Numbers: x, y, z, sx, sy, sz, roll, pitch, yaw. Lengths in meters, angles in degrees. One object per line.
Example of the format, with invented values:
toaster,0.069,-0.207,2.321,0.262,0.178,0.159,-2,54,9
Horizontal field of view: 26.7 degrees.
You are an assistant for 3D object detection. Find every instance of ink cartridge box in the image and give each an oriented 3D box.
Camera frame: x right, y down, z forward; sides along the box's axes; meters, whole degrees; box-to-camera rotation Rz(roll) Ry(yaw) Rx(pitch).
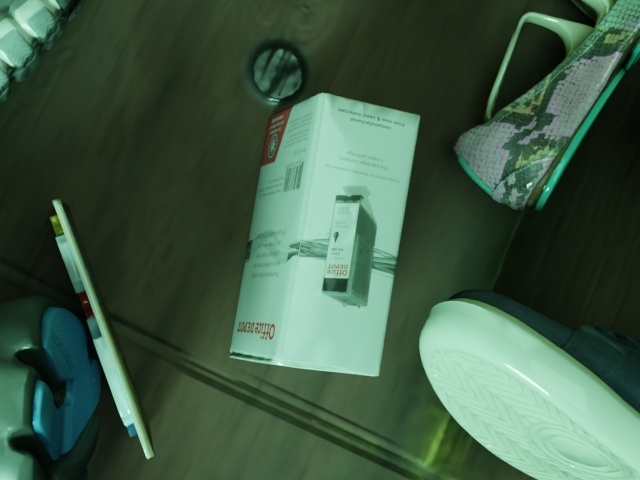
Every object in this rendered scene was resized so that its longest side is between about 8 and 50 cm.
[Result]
ink cartridge box,0.000,0.000,0.701,0.056,0.099,0.135,11,85,-17

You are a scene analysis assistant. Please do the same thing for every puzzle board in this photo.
puzzle board,-0.110,0.042,0.666,0.011,0.096,0.128,-21,93,-8

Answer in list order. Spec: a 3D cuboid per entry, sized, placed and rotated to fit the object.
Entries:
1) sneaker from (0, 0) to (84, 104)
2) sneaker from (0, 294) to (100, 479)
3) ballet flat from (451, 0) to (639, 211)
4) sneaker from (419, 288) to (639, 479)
sneaker,-0.213,-0.102,0.650,0.132,0.086,0.229,40,78,-9
sneaker,-0.187,0.193,0.642,0.139,0.125,0.341,3,89,11
ballet flat,0.155,-0.115,0.776,0.079,0.077,0.221,38,77,8
sneaker,0.217,0.090,0.758,0.350,0.131,0.148,31,72,-19
